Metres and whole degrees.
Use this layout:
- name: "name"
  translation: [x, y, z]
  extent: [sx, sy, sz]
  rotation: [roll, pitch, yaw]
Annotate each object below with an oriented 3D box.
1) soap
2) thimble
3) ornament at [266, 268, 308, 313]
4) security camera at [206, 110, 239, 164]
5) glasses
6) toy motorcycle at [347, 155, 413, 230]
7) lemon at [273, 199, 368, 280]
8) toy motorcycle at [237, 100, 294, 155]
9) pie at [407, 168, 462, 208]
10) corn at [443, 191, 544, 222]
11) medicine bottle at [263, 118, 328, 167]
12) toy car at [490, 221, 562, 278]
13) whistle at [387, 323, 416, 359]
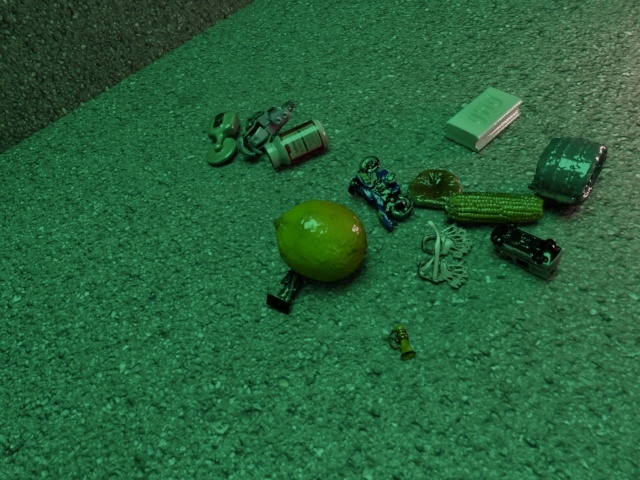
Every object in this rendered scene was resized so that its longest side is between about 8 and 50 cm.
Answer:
- name: "soap"
  translation: [0.635, -0.475, 1.850]
  extent: [0.265, 0.087, 0.160]
  rotation: [-39, 53, -16]
- name: "thimble"
  translation: [0.796, -0.223, 1.534]
  extent: [0.172, 0.205, 0.236]
  rotation: [24, 58, 32]
- name: "ornament"
  translation: [-0.088, 0.143, 1.578]
  extent: [0.081, 0.088, 0.203]
  rotation: [31, 53, 12]
- name: "security camera"
  translation: [-0.448, -0.465, 2.140]
  extent: [0.157, 0.080, 0.302]
  rotation: [-14, 51, 19]
- name: "glasses"
  translation: [0.404, 0.030, 1.519]
  extent: [0.162, 0.095, 0.255]
  rotation: [8, 57, 11]
- name: "toy motorcycle"
  translation: [0.205, -0.175, 1.727]
  extent: [0.169, 0.113, 0.315]
  rotation: [-33, 59, 2]
- name: "lemon"
  translation: [0.000, 0.000, 1.528]
  extent: [0.321, 0.268, 0.268]
  rotation: [10, 52, -10]
- name: "toy motorcycle"
  translation: [-0.241, -0.466, 2.017]
  extent: [0.327, 0.143, 0.188]
  rotation: [-30, 31, 27]
- name: "pie"
  translation: [0.412, -0.189, 1.716]
  extent: [0.195, 0.046, 0.195]
  rotation: [-8, 50, 9]
- name: "corn"
  translation: [0.568, -0.109, 1.572]
  extent: [0.317, 0.115, 0.115]
  rotation: [3, 54, 10]
- name: "medicine bottle"
  translation: [-0.101, -0.399, 1.966]
  extent: [0.250, 0.131, 0.131]
  rotation: [-26, 51, -6]
- name: "toy car"
  translation: [0.623, 0.031, 1.452]
  extent: [0.209, 0.108, 0.089]
  rotation: [31, 68, 37]
- name: "whistle"
  translation: [0.237, 0.299, 1.397]
  extent: [0.046, 0.057, 0.109]
  rotation: [18, 33, -28]
